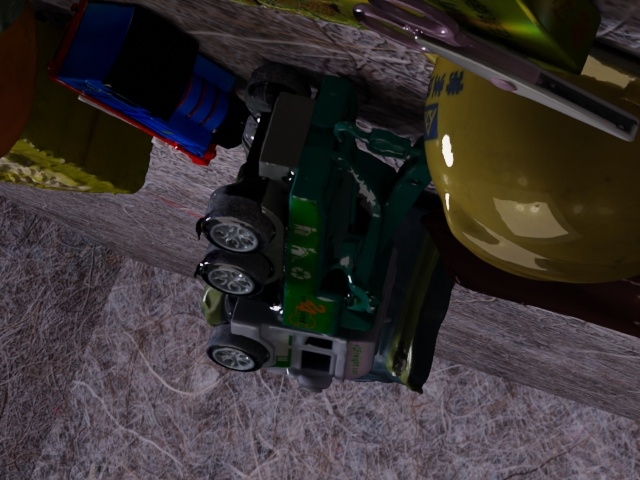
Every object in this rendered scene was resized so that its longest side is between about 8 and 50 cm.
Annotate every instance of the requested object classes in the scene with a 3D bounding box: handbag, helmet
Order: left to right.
[{"bbox_3d":[0.019,0.038,1.655,0.241,0.222,0.263,16,173,9],"label":"handbag"},{"bbox_3d":[0.151,-0.045,1.009,0.257,0.140,0.205,22,173,-14],"label":"helmet"},{"bbox_3d":[0.238,0.016,1.406,0.276,0.084,0.260,20,170,15],"label":"handbag"}]

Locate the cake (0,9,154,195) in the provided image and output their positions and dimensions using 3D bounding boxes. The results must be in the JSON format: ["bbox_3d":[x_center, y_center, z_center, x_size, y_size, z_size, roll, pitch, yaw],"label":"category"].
[{"bbox_3d":[-0.288,-0.131,1.537,0.179,0.156,0.260,8,168,27],"label":"cake"}]

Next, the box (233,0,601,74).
[{"bbox_3d":[-0.007,-0.174,0.884,0.311,0.043,0.173,18,172,31],"label":"box"}]

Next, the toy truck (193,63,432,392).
[{"bbox_3d":[-0.007,-0.001,1.351,0.178,0.176,0.363,15,149,2],"label":"toy truck"}]

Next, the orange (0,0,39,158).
[{"bbox_3d":[-0.375,-0.163,1.278,0.284,0.226,0.284,11,148,7],"label":"orange"}]

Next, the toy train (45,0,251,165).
[{"bbox_3d":[-0.145,-0.139,1.390,0.131,0.082,0.204,11,167,47],"label":"toy train"}]

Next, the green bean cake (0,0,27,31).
[{"bbox_3d":[-0.296,-0.229,1.045,0.223,0.124,0.227,22,175,-17],"label":"green bean cake"}]

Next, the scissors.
[{"bbox_3d":[0.101,-0.099,0.861,0.176,0.022,0.085,24,172,-6],"label":"scissors"}]
